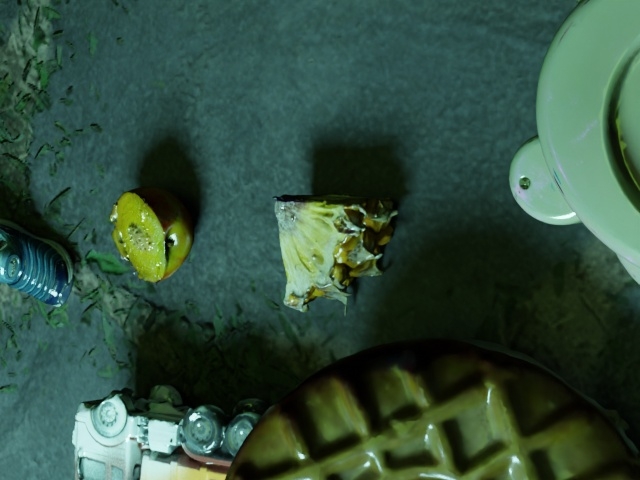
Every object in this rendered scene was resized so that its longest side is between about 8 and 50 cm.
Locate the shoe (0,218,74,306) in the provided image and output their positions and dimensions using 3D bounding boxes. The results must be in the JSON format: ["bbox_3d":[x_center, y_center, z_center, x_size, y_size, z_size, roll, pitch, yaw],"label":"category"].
[{"bbox_3d":[-0.323,0.023,1.310,0.143,0.071,0.063,30,108,23],"label":"shoe"}]

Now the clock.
[{"bbox_3d":[0.304,-0.084,0.884,0.309,0.114,0.283,24,111,31],"label":"clock"}]

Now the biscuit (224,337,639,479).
[{"bbox_3d":[0.078,0.212,0.984,0.366,0.115,0.268,-21,79,6],"label":"biscuit"}]

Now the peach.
[{"bbox_3d":[-0.161,-0.009,1.213,0.098,0.061,0.098,24,122,46],"label":"peach"}]

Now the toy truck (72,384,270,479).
[{"bbox_3d":[-0.106,0.215,1.163,0.271,0.114,0.135,5,90,29],"label":"toy truck"}]

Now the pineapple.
[{"bbox_3d":[0.000,0.000,1.108,0.116,0.069,0.137,47,116,20],"label":"pineapple"}]
